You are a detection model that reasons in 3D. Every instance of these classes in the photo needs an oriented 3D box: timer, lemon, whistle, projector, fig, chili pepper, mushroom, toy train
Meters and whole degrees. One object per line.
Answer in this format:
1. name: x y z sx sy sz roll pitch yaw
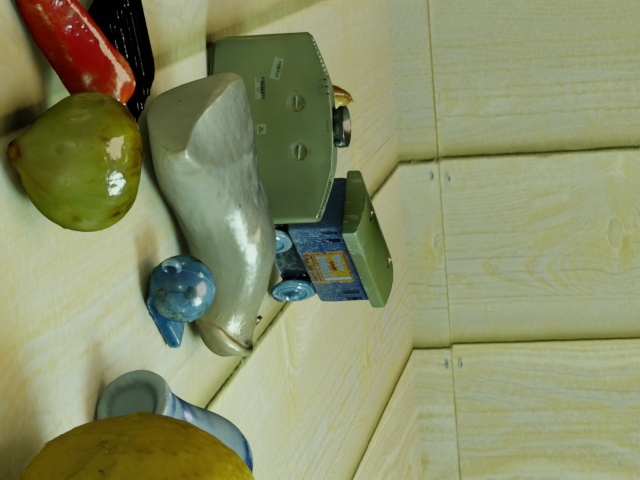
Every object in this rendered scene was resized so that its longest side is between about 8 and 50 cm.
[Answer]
1. timer: -0.231 -0.207 1.606 0.187 0.055 0.144 -80 165 -57
2. lemon: -0.176 0.290 1.325 0.310 0.253 0.254 -46 133 -70
3. whistle: -0.166 0.070 1.773 0.158 0.090 0.090 71 21 -52
4. projector: -0.055 -0.159 2.057 0.088 0.193 0.270 -12 100 -78
5. fig: -0.230 -0.079 1.417 0.153 0.120 0.136 61 25 -68
6. chili pepper: -0.246 -0.197 1.450 0.063 0.071 0.272 -78 148 -42
7. mushroom: -0.132 -0.021 1.856 0.177 0.126 0.397 -68 155 -43
8. toy train: 0.000 0.000 2.264 0.300 0.202 0.131 65 25 -60

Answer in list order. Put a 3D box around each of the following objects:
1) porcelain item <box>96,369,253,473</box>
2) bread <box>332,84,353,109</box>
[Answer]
1. porcelain item: -0.164 0.245 1.667 0.259 0.141 0.141 57 32 -50
2. bread: -0.050 -0.194 2.142 0.065 0.187 0.103 0 103 -70
